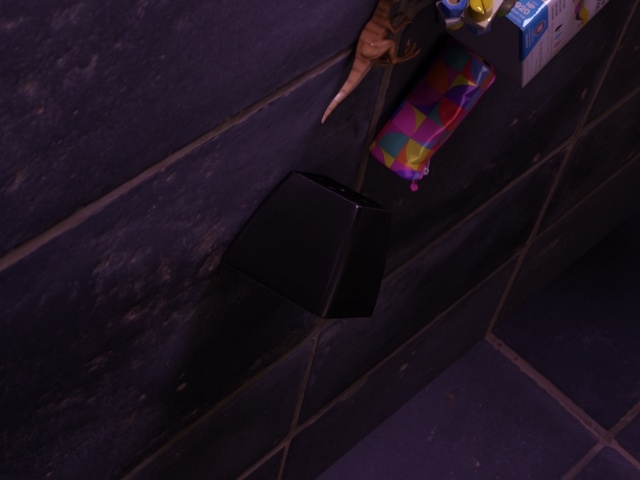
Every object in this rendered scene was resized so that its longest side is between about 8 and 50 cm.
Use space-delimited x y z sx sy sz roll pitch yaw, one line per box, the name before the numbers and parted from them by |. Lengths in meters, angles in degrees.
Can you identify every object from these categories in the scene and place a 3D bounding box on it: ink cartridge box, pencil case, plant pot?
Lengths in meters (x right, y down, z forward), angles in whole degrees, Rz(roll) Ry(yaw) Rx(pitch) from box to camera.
ink cartridge box | 0.302 -0.377 1.902 0.232 0.168 0.171 -45 159 -11
pencil case | 0.175 -0.198 2.071 0.236 0.104 0.104 -56 158 17
plant pot | 0.000 0.000 1.976 0.187 0.188 0.167 4 114 -64

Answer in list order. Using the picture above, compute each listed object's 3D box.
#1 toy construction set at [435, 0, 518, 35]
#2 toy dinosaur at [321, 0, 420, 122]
toy construction set | 0.263 -0.397 1.704 0.328 0.215 0.151 -26 156 -23
toy dinosaur | 0.068 -0.256 1.831 0.112 0.064 0.211 9 112 -45
